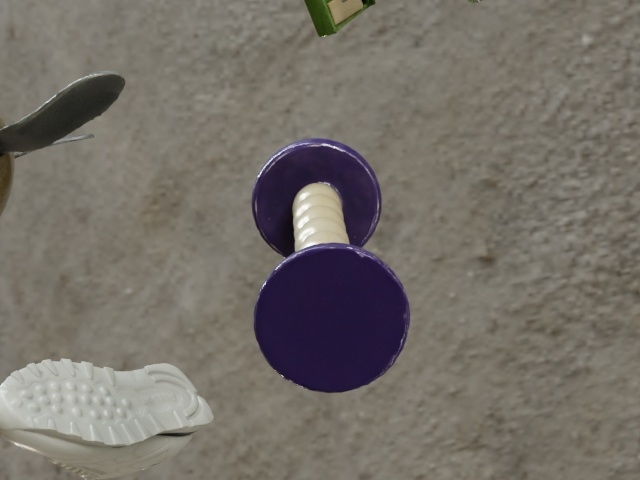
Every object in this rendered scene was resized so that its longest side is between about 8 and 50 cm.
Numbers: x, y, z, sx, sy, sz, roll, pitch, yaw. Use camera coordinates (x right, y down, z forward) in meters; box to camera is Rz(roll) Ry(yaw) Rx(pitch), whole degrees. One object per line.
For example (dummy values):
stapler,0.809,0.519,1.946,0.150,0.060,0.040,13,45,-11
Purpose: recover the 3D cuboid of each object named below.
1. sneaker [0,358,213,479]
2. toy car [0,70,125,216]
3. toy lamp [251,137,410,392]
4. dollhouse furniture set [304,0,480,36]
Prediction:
sneaker,-0.186,0.158,1.181,0.095,0.235,0.090,-43,62,21
toy car,-0.174,-0.044,0.553,0.155,0.188,0.149,157,103,-71
toy lamp,0.000,0.000,0.771,0.275,0.080,0.080,-92,5,-73
dollhouse furniture set,0.064,-0.180,0.948,0.151,0.058,0.076,-9,111,37
